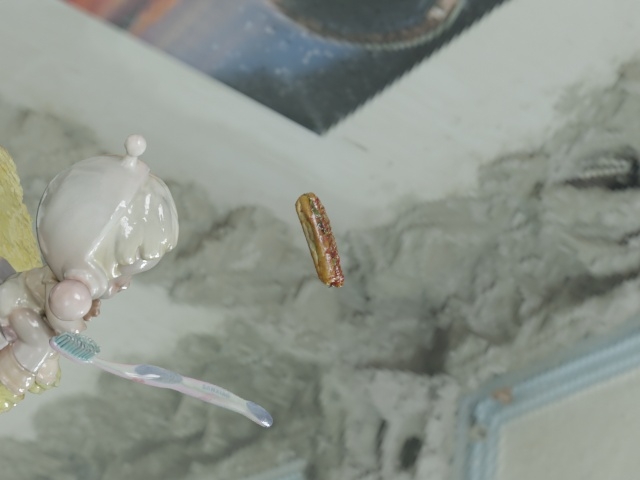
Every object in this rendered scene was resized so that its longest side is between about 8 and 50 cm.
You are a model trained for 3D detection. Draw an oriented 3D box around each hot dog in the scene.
[{"bbox_3d":[0.002,0.000,2.205,0.038,0.144,0.062,-18,-176,13],"label":"hot dog"}]

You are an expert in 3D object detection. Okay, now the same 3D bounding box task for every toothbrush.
[{"bbox_3d":[-0.140,0.132,1.434,0.027,0.269,0.021,-26,-128,36],"label":"toothbrush"}]

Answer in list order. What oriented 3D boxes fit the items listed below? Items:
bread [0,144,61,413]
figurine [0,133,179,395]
[{"bbox_3d":[-0.450,0.009,1.858,0.165,0.236,0.375,-29,-124,16],"label":"bread"},{"bbox_3d":[-0.225,0.008,1.417,0.256,0.144,0.182,-42,168,15],"label":"figurine"}]
